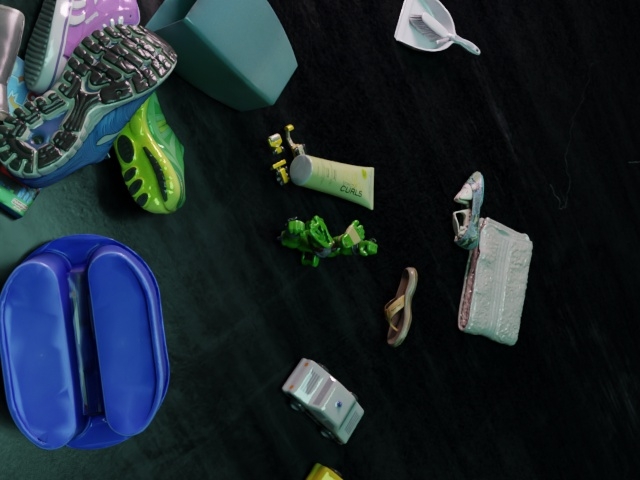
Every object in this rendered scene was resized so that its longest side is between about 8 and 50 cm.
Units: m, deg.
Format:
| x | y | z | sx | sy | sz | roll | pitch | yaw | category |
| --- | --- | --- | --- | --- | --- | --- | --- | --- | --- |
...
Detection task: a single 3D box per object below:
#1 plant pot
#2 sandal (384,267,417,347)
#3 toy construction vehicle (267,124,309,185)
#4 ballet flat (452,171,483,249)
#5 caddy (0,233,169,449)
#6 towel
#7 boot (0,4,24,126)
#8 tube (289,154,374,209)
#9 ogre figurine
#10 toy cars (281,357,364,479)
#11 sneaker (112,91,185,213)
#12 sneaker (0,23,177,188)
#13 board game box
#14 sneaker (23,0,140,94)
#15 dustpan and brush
| x | y | z | sx | sy | sz | roll | pitch | yaw | category |
| --- | --- | --- | --- | --- | --- | --- | --- | --- | --- |
| -0.165 | -0.354 | 1.361 | 0.234 | 0.166 | 0.165 | 43 | 63 | -32 | plant pot |
| 0.163 | 0.139 | 1.606 | 0.049 | 0.072 | 0.180 | 19 | 73 | -17 | sandal |
| -0.070 | -0.169 | 1.489 | 0.086 | 0.035 | 0.098 | -34 | 114 | -32 | toy construction vehicle |
| 0.341 | -0.074 | 1.755 | 0.070 | 0.070 | 0.188 | 14 | 74 | -34 | ballet flat |
| -0.362 | 0.159 | 1.165 | 0.241 | 0.179 | 0.341 | -7 | 90 | -12 | caddy |
| 0.423 | 0.099 | 1.804 | 0.187 | 0.049 | 0.282 | 20 | 75 | -32 | towel |
| -0.540 | -0.257 | 1.119 | 0.190 | 0.076 | 0.208 | -1 | 73 | -18 | boot |
| 0.038 | -0.125 | 1.538 | 0.240 | 0.062 | 0.070 | 10 | 121 | -50 | tube |
| 0.000 | 0.000 | 1.469 | 0.197 | 0.118 | 0.097 | -9 | 87 | -37 | ogre figurine |
| 0.035 | 0.420 | 1.473 | 0.176 | 0.087 | 0.393 | -8 | 90 | -36 | toy cars |
| -0.305 | -0.179 | 1.288 | 0.109 | 0.123 | 0.295 | -17 | 81 | 5 | sneaker |
| -0.358 | -0.207 | 1.171 | 0.130 | 0.147 | 0.330 | 43 | 68 | 1 | sneaker |
| -0.483 | -0.166 | 1.188 | 0.160 | 0.039 | 0.211 | 38 | 65 | -26 | board game box |
| -0.373 | -0.338 | 1.225 | 0.161 | 0.102 | 0.282 | 27 | 59 | -36 | sneaker |
| 0.281 | -0.481 | 1.748 | 0.211 | 0.060 | 0.147 | 26 | 71 | -31 | dustpan and brush |
